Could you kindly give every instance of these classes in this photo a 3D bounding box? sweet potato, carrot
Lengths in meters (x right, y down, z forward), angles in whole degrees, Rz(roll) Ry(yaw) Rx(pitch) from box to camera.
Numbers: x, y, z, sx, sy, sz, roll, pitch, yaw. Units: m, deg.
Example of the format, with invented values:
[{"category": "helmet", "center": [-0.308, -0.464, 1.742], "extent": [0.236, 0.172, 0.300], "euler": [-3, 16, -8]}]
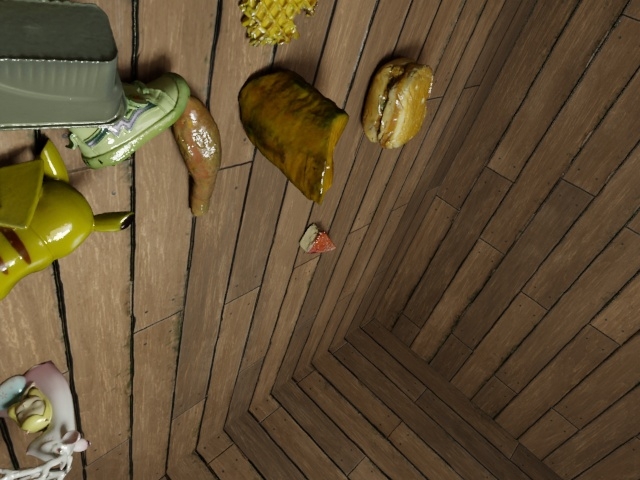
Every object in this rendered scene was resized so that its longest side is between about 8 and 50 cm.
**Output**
[{"category": "sweet potato", "center": [-0.298, -0.200, 1.111], "extent": [0.109, 0.109, 0.385], "euler": [-36, 153, -29]}, {"category": "carrot", "center": [-0.043, -0.285, 1.200], "extent": [0.241, 0.341, 0.241], "euler": [-46, 173, -8]}]

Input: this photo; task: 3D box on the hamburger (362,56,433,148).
[{"category": "hamburger", "center": [0.284, -0.492, 1.605], "extent": [0.284, 0.174, 0.304], "euler": [-33, 150, -38]}]

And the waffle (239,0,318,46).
[{"category": "waffle", "center": [-0.086, -0.566, 1.021], "extent": [0.229, 0.051, 0.231], "euler": [-29, 147, -34]}]

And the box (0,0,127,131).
[{"category": "box", "center": [-0.422, -0.253, 0.650], "extent": [0.274, 0.138, 0.178], "euler": [-16, 176, -35]}]

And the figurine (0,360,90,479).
[{"category": "figurine", "center": [-0.733, 0.517, 1.115], "extent": [0.284, 0.316, 0.206], "euler": [-32, 145, -32]}]

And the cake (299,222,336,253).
[{"category": "cake", "center": [0.008, -0.015, 1.912], "extent": [0.220, 0.086, 0.116], "euler": [-8, 135, -55]}]

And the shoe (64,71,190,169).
[{"category": "shoe", "center": [-0.370, -0.247, 0.869], "extent": [0.262, 0.140, 0.128], "euler": [-48, 152, -13]}]

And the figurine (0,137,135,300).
[{"category": "figurine", "center": [-0.560, -0.028, 0.835], "extent": [0.327, 0.218, 0.169], "euler": [-43, -164, -33]}]
